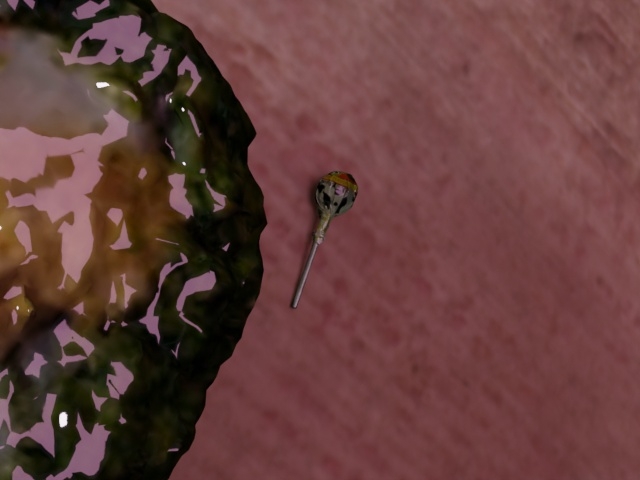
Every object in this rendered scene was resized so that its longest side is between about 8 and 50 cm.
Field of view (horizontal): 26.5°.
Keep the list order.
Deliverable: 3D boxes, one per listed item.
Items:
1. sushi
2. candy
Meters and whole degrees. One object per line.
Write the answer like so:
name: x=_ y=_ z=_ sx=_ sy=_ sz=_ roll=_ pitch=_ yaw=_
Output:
sushi: x=-0.203 y=0.034 z=0.498 sx=0.294 sy=0.178 sz=0.352 roll=41 pitch=64 yaw=-23
candy: x=0.000 y=0.000 z=0.764 sx=0.023 sy=0.025 sz=0.083 roll=20 pitch=80 yaw=-5
